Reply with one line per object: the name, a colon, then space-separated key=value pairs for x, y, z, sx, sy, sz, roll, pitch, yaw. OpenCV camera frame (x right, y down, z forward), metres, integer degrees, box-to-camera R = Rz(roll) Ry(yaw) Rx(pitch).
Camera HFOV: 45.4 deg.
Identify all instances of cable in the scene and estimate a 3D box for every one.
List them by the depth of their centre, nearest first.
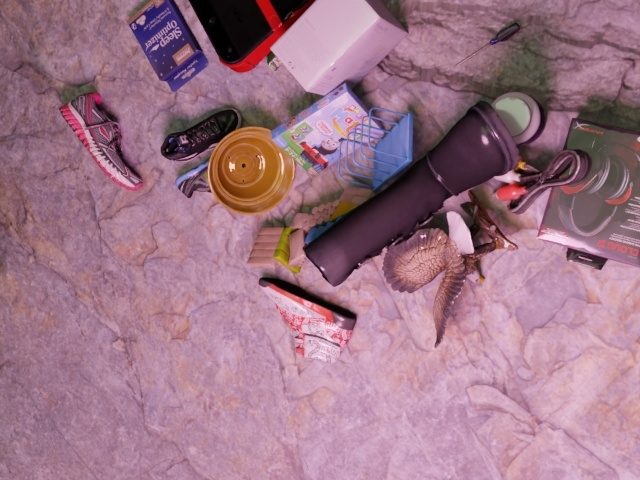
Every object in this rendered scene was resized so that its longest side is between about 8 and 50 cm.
cable: x=0.437 y=-0.122 z=1.583 sx=0.072 sy=0.287 sz=0.139 roll=6 pitch=92 yaw=-14

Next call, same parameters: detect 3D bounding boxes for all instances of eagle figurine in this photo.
eagle figurine: x=0.282 y=0.066 z=1.692 sx=0.298 sy=0.226 sz=0.225 roll=-43 pitch=100 yaw=15

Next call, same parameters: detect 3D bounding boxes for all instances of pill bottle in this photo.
pill bottle: x=0.408 y=-0.254 z=1.599 sx=0.108 sy=0.193 sz=0.108 roll=2 pitch=97 yaw=21

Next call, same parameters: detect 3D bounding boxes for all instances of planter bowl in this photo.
planter bowl: x=-0.178 y=-0.177 z=1.876 sx=0.217 sy=0.090 sz=0.217 roll=-6 pitch=107 yaw=-19

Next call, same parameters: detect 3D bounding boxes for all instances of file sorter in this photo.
file sorter: x=0.120 y=-0.204 z=1.701 sx=0.170 sy=0.105 sz=0.118 roll=139 pitch=138 yaw=-59

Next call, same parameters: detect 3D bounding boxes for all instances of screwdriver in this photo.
screwdriver: x=0.363 y=-0.430 z=1.696 sx=0.170 sy=0.024 sz=0.025 roll=-26 pitch=56 yaw=29

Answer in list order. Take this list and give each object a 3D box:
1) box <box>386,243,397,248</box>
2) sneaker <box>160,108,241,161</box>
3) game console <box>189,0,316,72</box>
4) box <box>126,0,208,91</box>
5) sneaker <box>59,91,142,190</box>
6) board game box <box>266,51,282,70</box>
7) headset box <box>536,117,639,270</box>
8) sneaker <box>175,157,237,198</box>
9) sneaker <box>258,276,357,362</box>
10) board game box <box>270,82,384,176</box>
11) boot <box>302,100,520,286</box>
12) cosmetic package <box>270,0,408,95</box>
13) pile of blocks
box: x=0.152 y=-0.023 z=1.820 sx=0.083 sy=0.018 sz=0.067 roll=31 pitch=106 yaw=16
sneaker: x=-0.305 y=-0.258 z=1.922 sx=0.217 sy=0.121 sz=0.079 roll=-30 pitch=85 yaw=22
game console: x=-0.173 y=-0.633 z=1.820 sx=0.342 sy=0.060 sz=0.386 roll=-36 pitch=71 yaw=25
box: x=-0.394 y=-0.512 z=1.978 sx=0.136 sy=0.036 sz=0.225 roll=-33 pitch=85 yaw=22
sneaker: x=-0.567 y=-0.261 z=2.035 sx=0.112 sy=0.121 sz=0.299 roll=-36 pitch=90 yaw=-9
board game box: x=-0.032 y=-0.518 z=1.787 sx=0.030 sy=0.136 sz=0.260 roll=36 pitch=114 yaw=-30
headset box: x=0.590 y=-0.087 z=1.589 sx=0.218 sy=0.110 sz=0.293 roll=18 pitch=102 yaw=19
sneaker: x=-0.282 y=-0.166 z=1.963 sx=0.188 sy=0.067 sz=0.078 roll=-25 pitch=108 yaw=20
sneaker: x=-0.055 y=0.201 z=1.889 sx=0.270 sy=0.090 sz=0.144 roll=24 pitch=102 yaw=15
board game box: x=0.017 y=-0.253 z=1.782 sx=0.212 sy=0.160 sz=0.039 roll=-30 pitch=45 yaw=21
boot: x=0.163 y=-0.079 z=1.553 sx=0.445 sy=0.367 sz=0.146 roll=-32 pitch=81 yaw=0
cosmetic package: x=0.048 y=-0.445 z=1.705 sx=0.225 sy=0.224 sz=0.138 roll=-44 pitch=79 yaw=20
pile of blocks: x=0.000 y=0.000 z=1.825 sx=0.362 sy=0.113 sz=0.148 roll=-25 pitch=46 yaw=26
